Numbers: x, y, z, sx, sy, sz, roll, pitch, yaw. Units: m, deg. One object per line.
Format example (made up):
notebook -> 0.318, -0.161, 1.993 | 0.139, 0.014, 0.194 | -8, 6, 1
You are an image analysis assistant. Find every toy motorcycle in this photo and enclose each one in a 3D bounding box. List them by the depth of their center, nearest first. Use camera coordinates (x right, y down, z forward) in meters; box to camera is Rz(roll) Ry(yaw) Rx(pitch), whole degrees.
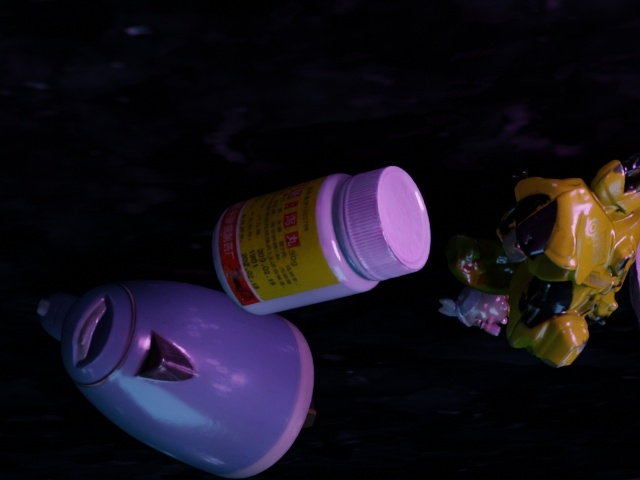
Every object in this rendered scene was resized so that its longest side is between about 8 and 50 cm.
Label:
toy motorcycle -> 0.297, 0.021, 1.592 | 0.206, 0.142, 0.342 | -5, 144, -10

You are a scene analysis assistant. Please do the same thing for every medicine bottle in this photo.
medicine bottle -> 0.000, 0.000, 1.531 | 0.225, 0.139, 0.139 | -14, 157, 30

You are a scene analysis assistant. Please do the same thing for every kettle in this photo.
kettle -> -0.233, 0.162, 1.863 | 0.319, 0.247, 0.342 | 14, 169, 47

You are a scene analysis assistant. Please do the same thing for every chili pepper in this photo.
chili pepper -> 0.238, 0.037, 1.763 | 0.204, 0.072, 0.073 | 12, 165, -43

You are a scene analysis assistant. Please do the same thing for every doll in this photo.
doll -> 0.234, 0.099, 1.915 | 0.127, 0.084, 0.073 | -11, 159, 1

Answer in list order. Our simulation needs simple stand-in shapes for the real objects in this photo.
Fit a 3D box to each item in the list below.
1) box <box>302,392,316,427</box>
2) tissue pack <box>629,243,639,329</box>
box -> -0.112, 0.275, 2.343 | 0.200, 0.090, 0.144 | -2, 160, -4
tissue pack -> 0.587, 0.075, 1.786 | 0.338, 0.160, 0.242 | -6, 155, 11
